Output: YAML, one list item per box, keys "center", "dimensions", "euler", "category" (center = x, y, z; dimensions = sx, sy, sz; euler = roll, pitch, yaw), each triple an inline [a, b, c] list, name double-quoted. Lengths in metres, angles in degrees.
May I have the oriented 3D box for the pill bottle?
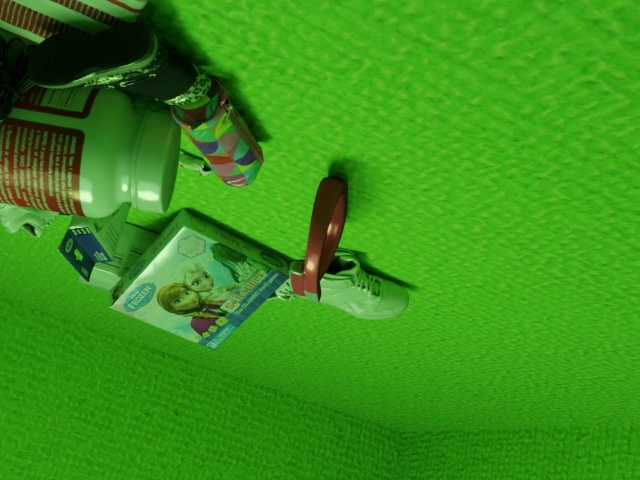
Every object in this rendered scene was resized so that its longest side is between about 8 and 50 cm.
- center: [-0.455, -0.164, 1.468]
  dimensions: [0.407, 0.229, 0.229]
  euler: [10, 161, -2]
  category: "pill bottle"

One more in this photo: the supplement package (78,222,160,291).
- center: [-0.481, 0.064, 2.257]
  dimensions: [0.262, 0.145, 0.204]
  euler: [21, 159, -14]
  category: "supplement package"

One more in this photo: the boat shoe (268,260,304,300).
- center: [-0.080, 0.113, 2.187]
  dimensions: [0.095, 0.084, 0.258]
  euler: [26, 157, -27]
  category: "boat shoe"

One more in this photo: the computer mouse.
- center: [-0.581, -0.290, 1.340]
  dimensions: [0.272, 0.188, 0.072]
  euler: [36, 161, -9]
  category: "computer mouse"

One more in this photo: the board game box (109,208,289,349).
- center: [-0.296, 0.106, 2.105]
  dimensions: [0.318, 0.066, 0.319]
  euler: [27, 121, -32]
  category: "board game box"

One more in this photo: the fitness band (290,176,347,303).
- center: [0.000, 0.000, 1.634]
  dimensions: [0.054, 0.209, 0.291]
  euler: [16, 160, 6]
  category: "fitness band"

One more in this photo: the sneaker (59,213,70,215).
- center: [-0.724, -0.081, 2.025]
  dimensions: [0.282, 0.153, 0.099]
  euler: [27, 158, -31]
  category: "sneaker"

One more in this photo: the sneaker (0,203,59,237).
- center: [-0.641, -0.067, 1.959]
  dimensions: [0.090, 0.115, 0.232]
  euler: [2, -168, 35]
  category: "sneaker"

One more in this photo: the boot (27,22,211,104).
- center: [-0.302, -0.250, 1.298]
  dimensions: [0.236, 0.085, 0.178]
  euler: [-4, 168, 27]
  category: "boot"

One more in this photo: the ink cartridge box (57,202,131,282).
- center: [-0.479, -0.039, 1.857]
  dimensions: [0.045, 0.224, 0.223]
  euler: [13, 161, 6]
  category: "ink cartridge box"

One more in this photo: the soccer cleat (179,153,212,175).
- center: [-0.247, -0.150, 1.680]
  dimensions: [0.035, 0.029, 0.083]
  euler: [-14, 149, 39]
  category: "soccer cleat"

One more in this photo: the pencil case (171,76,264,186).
- center: [-0.167, -0.179, 1.441]
  dimensions: [0.104, 0.104, 0.236]
  euler: [9, 161, 17]
  category: "pencil case"

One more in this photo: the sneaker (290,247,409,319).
- center: [0.088, 0.103, 2.007]
  dimensions: [0.292, 0.108, 0.169]
  euler: [11, 156, -10]
  category: "sneaker"

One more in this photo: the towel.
- center: [-0.380, -0.353, 1.214]
  dimensions: [0.237, 0.037, 0.329]
  euler: [21, 161, -23]
  category: "towel"
